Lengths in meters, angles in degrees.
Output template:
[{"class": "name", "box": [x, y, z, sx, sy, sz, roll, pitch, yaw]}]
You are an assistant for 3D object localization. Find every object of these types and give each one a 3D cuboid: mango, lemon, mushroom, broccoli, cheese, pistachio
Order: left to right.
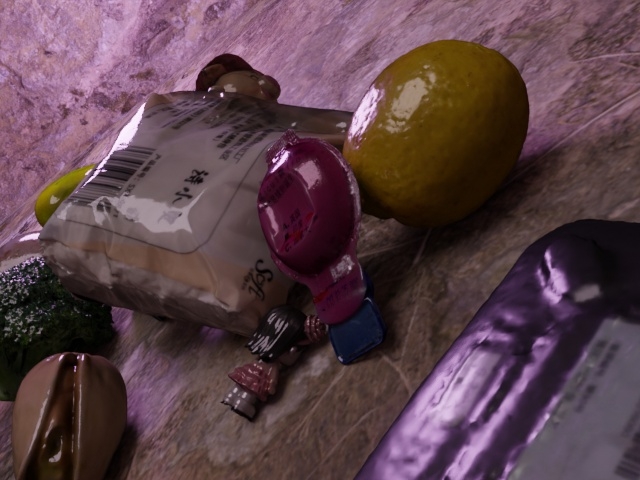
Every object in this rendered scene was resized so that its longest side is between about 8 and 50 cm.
[{"class": "broccoli", "box": [-0.478, 0.145, 1.055, 0.261, 0.269, 0.242, 6, 87, 31]}, {"class": "mushroom", "box": [-0.544, 0.089, 1.267, 0.226, 0.178, 0.227, 2, 53, -3]}, {"class": "pistachio", "box": [-0.307, 0.224, 0.792, 0.143, 0.144, 0.215, -33, 34, 18]}, {"class": "mango", "box": [-0.620, -0.113, 1.694, 0.272, 0.149, 0.185, -30, 22, 13]}, {"class": "cheese", "box": [0.000, 0.000, 0.651, 0.155, 0.062, 0.244, -42, 64, 42]}, {"class": "lemon", "box": [0.116, -0.105, 0.662, 0.207, 0.170, 0.170, -57, 26, 5]}]

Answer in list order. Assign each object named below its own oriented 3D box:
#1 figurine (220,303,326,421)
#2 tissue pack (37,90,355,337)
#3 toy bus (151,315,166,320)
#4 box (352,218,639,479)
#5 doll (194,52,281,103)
[{"class": "figurine", "box": [-0.053, 0.124, 0.674, 0.072, 0.054, 0.129, 15, 62, 51]}, {"class": "tissue pack", "box": [-0.146, -0.065, 0.859, 0.389, 0.195, 0.376, 13, 58, 28]}, {"class": "toy bus", "box": [-0.285, 0.057, 1.031, 0.184, 0.106, 0.090, 4, 54, 56]}, {"class": "box", "box": [0.166, 0.135, 0.318, 0.359, 0.091, 0.350, -50, 27, -18]}, {"class": "doll", "box": [-0.135, -0.223, 1.158, 0.152, 0.196, 0.256, -18, 39, 9]}]
